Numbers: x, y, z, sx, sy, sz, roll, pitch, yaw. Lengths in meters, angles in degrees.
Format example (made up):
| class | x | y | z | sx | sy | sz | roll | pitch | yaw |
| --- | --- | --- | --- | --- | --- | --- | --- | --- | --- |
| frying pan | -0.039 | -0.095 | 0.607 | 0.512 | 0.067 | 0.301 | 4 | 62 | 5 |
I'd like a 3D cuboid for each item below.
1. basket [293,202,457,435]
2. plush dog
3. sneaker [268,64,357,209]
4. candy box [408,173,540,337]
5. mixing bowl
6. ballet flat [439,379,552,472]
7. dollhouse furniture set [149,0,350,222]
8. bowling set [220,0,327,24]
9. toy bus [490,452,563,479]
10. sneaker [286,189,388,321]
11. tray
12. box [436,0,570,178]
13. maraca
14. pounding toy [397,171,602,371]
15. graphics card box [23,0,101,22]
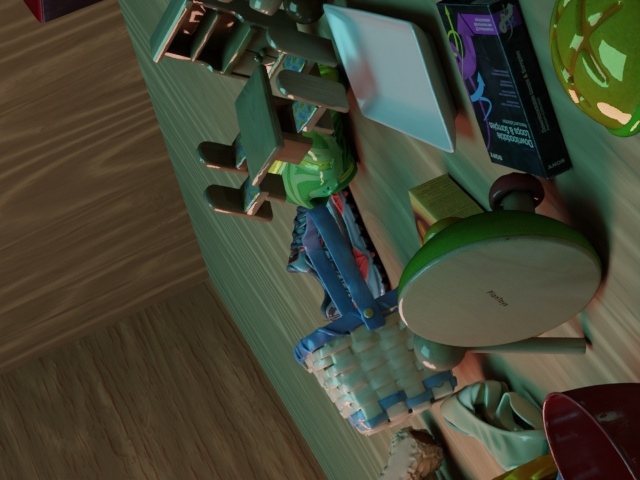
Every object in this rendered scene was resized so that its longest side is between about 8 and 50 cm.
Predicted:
| class | x | y | z | sx | sy | sz | roll | pitch | yaw |
| --- | --- | --- | --- | --- | --- | --- | --- | --- | --- |
| basket | 0.053 | 0.101 | 1.643 | 0.289 | 0.201 | 0.255 | 59 | 175 | 6 |
| plush dog | 0.172 | 0.461 | 1.995 | 0.225 | 0.211 | 0.262 | 38 | -167 | -46 |
| sneaker | 0.001 | -0.135 | 1.703 | 0.124 | 0.109 | 0.295 | 28 | 153 | 2 |
| candy box | 0.166 | 0.021 | 1.355 | 0.186 | 0.053 | 0.109 | 53 | 164 | 50 |
| mixing bowl | 0.281 | 0.191 | 1.080 | 0.181 | 0.098 | 0.181 | 60 | 169 | 21 |
| ballet flat | 0.216 | 0.211 | 1.507 | 0.248 | 0.086 | 0.086 | 35 | 149 | 65 |
| dollhouse furniture set | -0.103 | -0.184 | 1.545 | 0.212 | 0.161 | 0.242 | -53 | 38 | 40 |
| bowling set | -0.070 | -0.358 | 1.495 | 0.287 | 0.200 | 0.154 | 42 | 113 | 55 |
| toy bus | 0.275 | 0.293 | 1.255 | 0.220 | 0.150 | 0.211 | 62 | 155 | 26 |
| sneaker | 0.000 | 0.000 | 1.870 | 0.261 | 0.125 | 0.104 | 64 | 168 | 3 |
| tray | 0.079 | -0.186 | 1.365 | 0.145 | 0.030 | 0.270 | 70 | 168 | -20 |
| box | 0.159 | -0.137 | 1.109 | 0.162 | 0.029 | 0.116 | 66 | 169 | -17 |
| maraca | 0.193 | -0.134 | 0.800 | 0.185 | 0.099 | 0.127 | -97 | 15 | -72 |
| pounding toy | 0.158 | 0.020 | 1.166 | 0.237 | 0.183 | 0.110 | 76 | -175 | -57 |
| graphics card box | -0.046 | -0.277 | 0.877 | 0.094 | 0.371 | 0.233 | 66 | 168 | -2 |
